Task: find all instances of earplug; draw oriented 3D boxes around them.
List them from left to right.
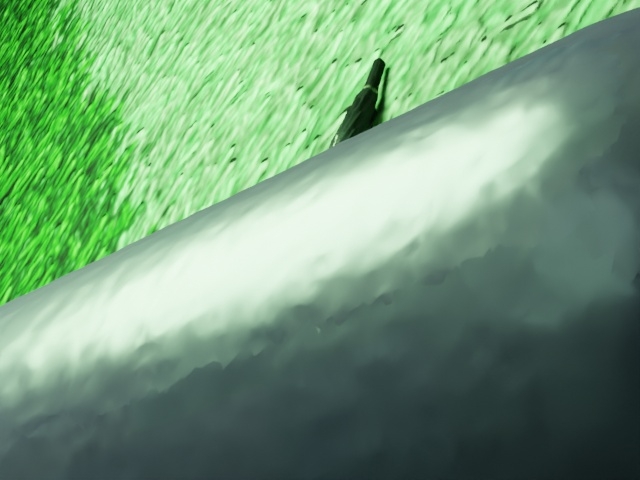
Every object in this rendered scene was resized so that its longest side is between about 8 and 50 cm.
[{"bbox_3d":[0.002,0.075,0.460,0.456,0.215,0.215,-27,38,40],"label":"earplug"}]

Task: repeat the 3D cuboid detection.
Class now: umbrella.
[{"bbox_3d":[0.005,0.002,0.734,0.044,0.044,0.269,114,179,-51],"label":"umbrella"}]
